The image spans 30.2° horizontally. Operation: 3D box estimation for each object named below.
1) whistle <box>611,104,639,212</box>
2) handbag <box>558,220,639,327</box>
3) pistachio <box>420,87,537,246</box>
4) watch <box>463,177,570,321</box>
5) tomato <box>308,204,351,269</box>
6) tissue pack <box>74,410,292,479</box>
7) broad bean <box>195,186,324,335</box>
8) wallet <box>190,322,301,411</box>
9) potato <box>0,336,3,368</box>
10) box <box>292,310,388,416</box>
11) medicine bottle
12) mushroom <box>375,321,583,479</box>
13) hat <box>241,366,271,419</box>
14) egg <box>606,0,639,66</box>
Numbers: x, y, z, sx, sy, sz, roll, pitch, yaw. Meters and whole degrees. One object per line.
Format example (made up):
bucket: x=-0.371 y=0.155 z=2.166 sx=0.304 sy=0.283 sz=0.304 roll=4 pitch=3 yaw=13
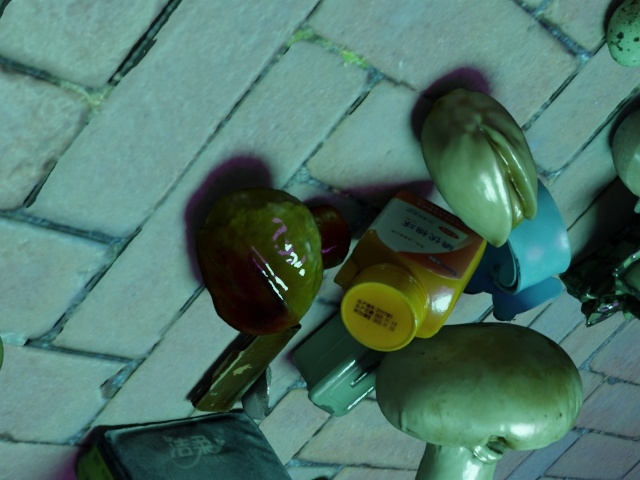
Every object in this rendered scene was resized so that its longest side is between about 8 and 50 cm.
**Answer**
whistle: x=0.562 y=-0.184 z=1.780 sx=0.189 sy=0.189 sz=0.348 roll=-4 pitch=124 yaw=-41
handbag: x=0.592 y=0.019 z=1.965 sx=0.327 sy=0.162 sz=0.325 roll=-33 pitch=178 yaw=-8
pistachio: x=0.206 y=-0.097 z=1.530 sx=0.144 sy=0.144 sz=0.215 roll=-32 pitch=120 yaw=-10
watch: x=0.278 y=-0.002 z=1.693 sx=0.211 sy=0.211 sz=0.193 roll=-29 pitch=165 yaw=-14
tomato: x=0.000 y=0.000 z=1.530 sx=0.087 sy=0.075 sz=0.087 roll=-24 pitch=147 yaw=-16
tissue pack: x=-0.130 y=0.427 z=1.634 sx=0.288 sy=0.394 sz=0.124 roll=2 pitch=132 yaw=-47
broad bean: x=-0.074 y=0.021 z=1.443 sx=0.122 sy=0.156 sz=0.228 roll=-66 pitch=162 yaw=-44
wallet: x=-0.109 y=0.178 z=1.690 sx=0.176 sy=0.026 sz=0.095 roll=-49 pitch=152 yaw=18
potato: x=-0.433 y=0.128 z=1.193 sx=0.251 sy=0.159 sz=0.174 roll=-16 pitch=166 yaw=-45
box: x=0.045 y=0.168 z=1.765 sx=0.172 sy=0.093 sz=0.124 roll=-41 pitch=147 yaw=4
medicine bottle: x=0.113 y=0.044 z=1.549 sx=0.222 sy=0.149 sz=0.112 roll=-51 pitch=168 yaw=-54
mushroom: x=0.224 y=0.261 z=1.671 sx=0.292 sy=0.292 sz=0.290 roll=-3 pitch=97 yaw=-43
hat: x=-0.095 y=0.224 z=1.749 sx=0.042 sy=0.058 sz=0.087 roll=5 pitch=122 yaw=-1
egg: x=0.428 y=-0.280 z=1.591 sx=0.085 sy=0.085 sz=0.110 roll=-22 pitch=147 yaw=-24
